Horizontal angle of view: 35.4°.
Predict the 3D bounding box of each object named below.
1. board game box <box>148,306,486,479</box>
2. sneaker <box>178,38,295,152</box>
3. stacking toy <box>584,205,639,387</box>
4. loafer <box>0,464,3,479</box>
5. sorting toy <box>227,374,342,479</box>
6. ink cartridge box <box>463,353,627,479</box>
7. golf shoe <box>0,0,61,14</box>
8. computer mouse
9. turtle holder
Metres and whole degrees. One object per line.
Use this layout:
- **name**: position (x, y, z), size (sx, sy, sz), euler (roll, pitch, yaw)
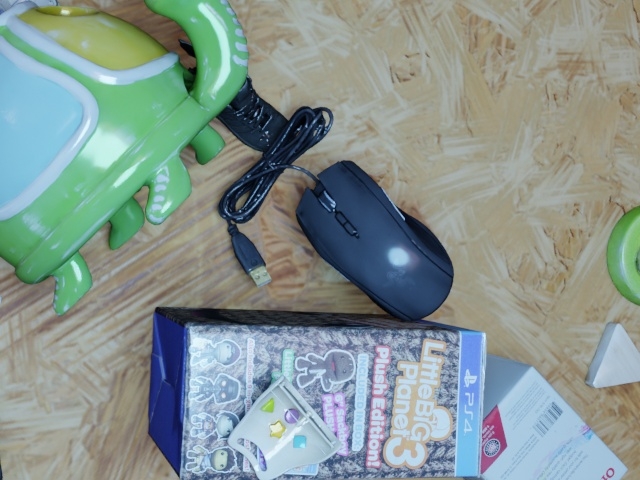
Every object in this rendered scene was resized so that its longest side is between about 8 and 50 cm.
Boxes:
- **board game box**: position (-0.014, 0.149, 1.019), size (0.291, 0.232, 0.141), euler (3, 89, -17)
- **sneaker**: position (-0.091, -0.149, 1.068), size (0.170, 0.089, 0.051), euler (34, 81, -14)
- **stacking toy**: position (0.491, 0.096, 1.223), size (0.279, 0.130, 0.309), euler (15, 86, -17)
- **loafer**: position (-0.359, 0.291, 0.986), size (0.095, 0.109, 0.303), euler (-6, 95, -12)
- **sorting toy**: position (-0.038, 0.168, 0.871), size (0.075, 0.045, 0.083), euler (-40, 101, -6)
- **ink cartridge box**: position (0.228, 0.239, 1.145), size (0.128, 0.127, 0.176), euler (-45, 102, -12)
- **golf shoe**: position (-0.309, -0.260, 1.027), size (0.086, 0.069, 0.176), euler (0, 93, -37)
- **computer mouse**: position (0.000, 0.000, 1.038), size (0.184, 0.060, 0.262), euler (-43, 73, 14)
- **turtle holder**: position (-0.217, -0.112, 0.925), size (0.227, 0.320, 0.243), euler (45, 41, -10)
